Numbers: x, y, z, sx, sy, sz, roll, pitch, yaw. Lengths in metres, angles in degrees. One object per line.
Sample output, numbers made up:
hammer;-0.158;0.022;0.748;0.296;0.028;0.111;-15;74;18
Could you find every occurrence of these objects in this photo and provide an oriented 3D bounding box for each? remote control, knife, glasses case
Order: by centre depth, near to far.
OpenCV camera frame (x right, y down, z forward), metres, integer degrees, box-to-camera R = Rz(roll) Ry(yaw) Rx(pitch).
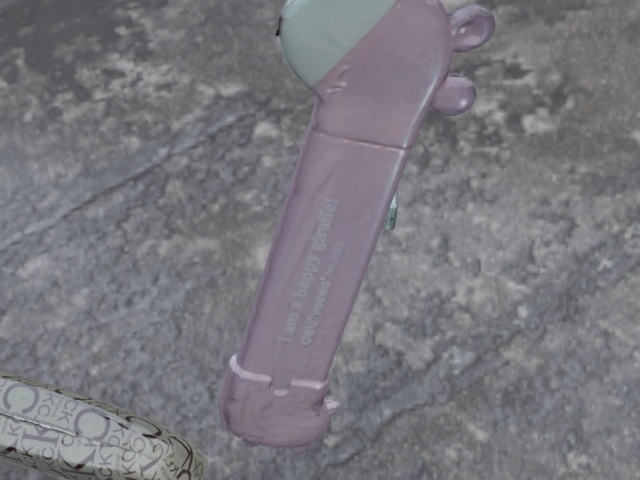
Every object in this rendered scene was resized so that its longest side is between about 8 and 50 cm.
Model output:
knife;0.000;0.000;0.751;0.132;0.398;0.038;10;34;-11
glasses case;-0.279;0.183;1.095;0.355;0.137;0.085;11;72;20
remote control;0.104;-0.070;1.632;0.018;0.053;0.124;6;42;-1
